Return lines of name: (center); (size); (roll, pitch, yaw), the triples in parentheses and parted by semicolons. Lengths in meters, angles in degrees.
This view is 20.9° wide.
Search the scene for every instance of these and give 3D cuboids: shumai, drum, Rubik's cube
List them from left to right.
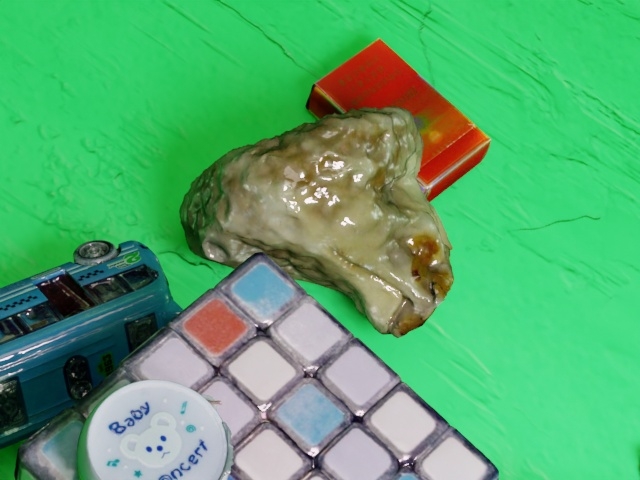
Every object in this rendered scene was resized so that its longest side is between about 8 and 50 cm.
drum: (-0.093, 0.217, 1.283); (0.130, 0.049, 0.253); (-22, 67, -24)
Rubik's cube: (-0.071, 0.241, 1.473); (0.293, 0.287, 0.292); (40, 59, 11)
shumai: (0.000, 0.000, 1.700); (0.261, 0.225, 0.222); (-13, 82, -3)

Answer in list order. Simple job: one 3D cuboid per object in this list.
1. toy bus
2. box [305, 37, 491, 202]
toy bus: (-0.244, 0.098, 1.592); (0.246, 0.113, 0.134); (-21, 33, -24)
box: (0.084, -0.126, 1.875); (0.112, 0.048, 0.175); (-36, 73, -31)
